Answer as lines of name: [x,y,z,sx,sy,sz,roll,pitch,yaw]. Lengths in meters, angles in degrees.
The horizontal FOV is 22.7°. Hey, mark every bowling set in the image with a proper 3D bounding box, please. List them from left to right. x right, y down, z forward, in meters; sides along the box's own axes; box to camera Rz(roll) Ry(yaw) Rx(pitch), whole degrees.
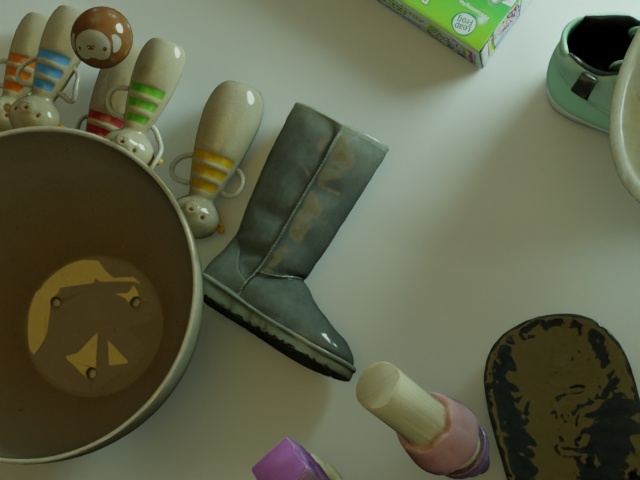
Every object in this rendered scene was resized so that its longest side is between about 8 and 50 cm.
bowling set: [-0.212,-0.123,1.445,0.287,0.200,0.154,19,84,16]

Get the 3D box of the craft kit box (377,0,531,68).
craft kit box: [0.123,-0.330,1.506,0.250,0.061,0.247,36,83,14]

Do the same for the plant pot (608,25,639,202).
plant pot: [0.450,-0.074,1.238,0.305,0.334,0.334,37,84,-30]

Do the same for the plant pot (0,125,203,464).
plant pot: [-0.225,0.060,1.405,0.284,0.191,0.284,-2,78,9]

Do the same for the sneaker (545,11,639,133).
sneaker: [0.317,-0.120,1.378,0.256,0.151,0.094,18,80,11]

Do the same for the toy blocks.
toy blocks: [0.060,0.313,1.299,0.309,0.260,0.288,-39,48,9]

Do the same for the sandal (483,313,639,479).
sandal: [0.240,0.274,1.327,0.167,0.107,0.446,-21,75,4]

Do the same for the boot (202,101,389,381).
boot: [0.001,0.000,1.451,0.189,0.076,0.208,33,78,11]
